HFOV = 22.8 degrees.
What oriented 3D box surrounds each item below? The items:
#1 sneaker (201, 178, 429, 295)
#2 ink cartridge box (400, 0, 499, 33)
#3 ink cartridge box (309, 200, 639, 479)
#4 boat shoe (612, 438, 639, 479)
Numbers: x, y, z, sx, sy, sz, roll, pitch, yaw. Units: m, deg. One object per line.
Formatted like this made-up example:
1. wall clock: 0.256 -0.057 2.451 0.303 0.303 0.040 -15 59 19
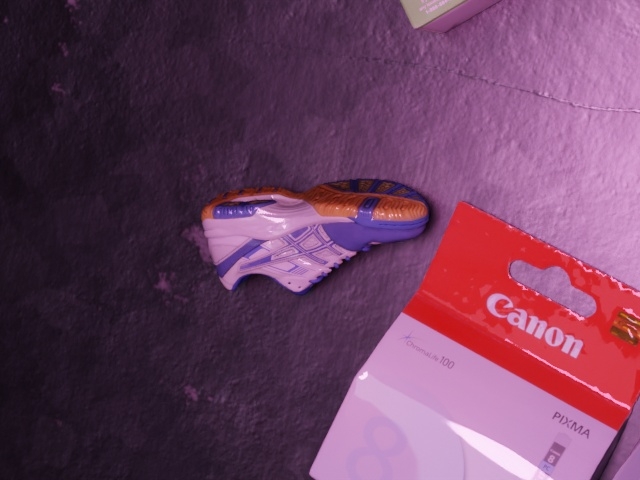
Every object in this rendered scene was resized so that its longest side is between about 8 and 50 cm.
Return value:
1. sneaker: 0.000 0.000 1.985 0.296 0.112 0.131 -2 108 24
2. ink cartridge box: 0.150 -0.413 1.887 0.198 0.115 0.273 -29 83 22
3. ink cartridge box: 0.203 0.189 1.900 0.308 0.091 0.385 29 103 19
4. boat shoe: 0.436 0.205 1.799 0.113 0.105 0.306 32 109 14
